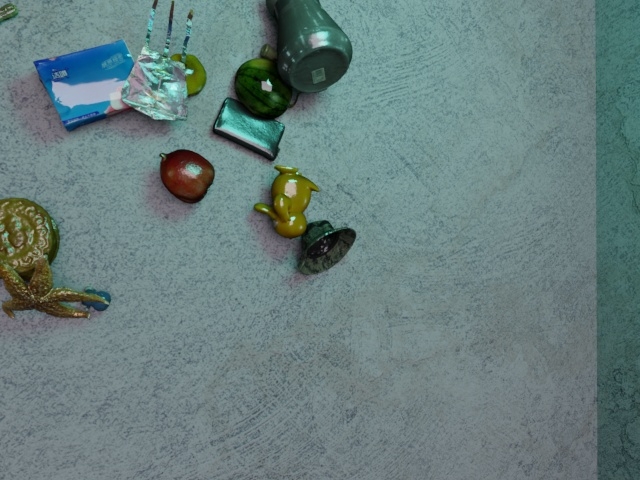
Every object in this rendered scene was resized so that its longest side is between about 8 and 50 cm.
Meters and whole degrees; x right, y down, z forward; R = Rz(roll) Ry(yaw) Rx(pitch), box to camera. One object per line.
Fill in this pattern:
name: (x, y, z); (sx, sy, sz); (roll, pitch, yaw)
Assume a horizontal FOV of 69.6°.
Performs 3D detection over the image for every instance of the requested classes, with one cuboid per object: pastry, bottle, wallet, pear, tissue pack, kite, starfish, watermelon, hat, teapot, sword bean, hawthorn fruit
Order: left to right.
sword bean: (-1.007, -0.621, 1.322); (0.269, 0.038, 0.043); (-31, 126, -19)
pastry: (-0.889, -0.001, 1.329); (0.235, 0.132, 0.240); (12, 79, -13)
starfish: (-0.788, 0.149, 1.306); (0.299, 0.060, 0.302); (-5, 137, -4)
tissue pack: (-0.685, -0.475, 1.394); (0.269, 0.137, 0.209); (-24, 98, -20)
kite: (-0.478, -0.552, 1.417); (0.204, 0.022, 0.361); (13, 92, -33)
hawthorn fruit: (-0.439, -0.217, 1.486); (0.188, 0.169, 0.169); (36, 77, -15)
pear: (-0.441, -0.548, 1.513); (0.141, 0.104, 0.141); (-2, 95, -22)
wallet: (-0.244, -0.392, 1.622); (0.250, 0.044, 0.149); (22, 77, -21)
watermelon: (-0.180, -0.538, 1.599); (0.232, 0.127, 0.204); (34, 65, -16)
bottle: (-0.164, -0.654, 1.643); (0.101, 0.047, 0.063); (22, 54, -36)
teapot: (-0.037, -0.694, 1.567); (0.300, 0.253, 0.344); (24, 46, -60)
hat: (0.000, 0.000, 1.664); (0.265, 0.266, 0.128); (-23, 60, -20)

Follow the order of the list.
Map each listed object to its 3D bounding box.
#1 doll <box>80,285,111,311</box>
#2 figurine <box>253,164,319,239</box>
doll: (-0.702, 0.190, 1.437); (0.083, 0.050, 0.076); (18, 88, -23)
figurine: (-0.111, -0.133, 1.602); (0.215, 0.215, 0.228); (29, 93, -19)
